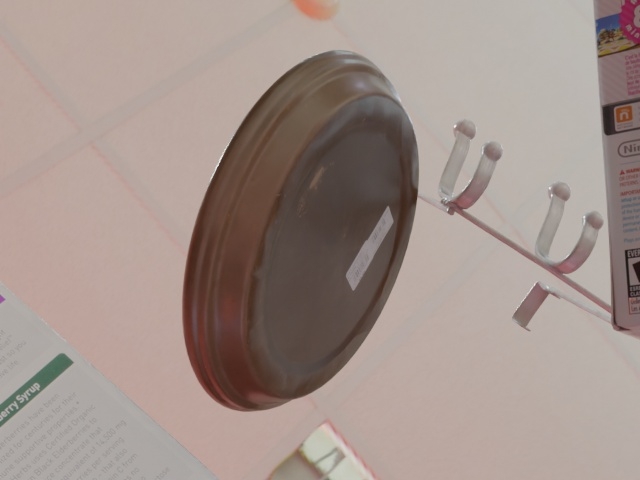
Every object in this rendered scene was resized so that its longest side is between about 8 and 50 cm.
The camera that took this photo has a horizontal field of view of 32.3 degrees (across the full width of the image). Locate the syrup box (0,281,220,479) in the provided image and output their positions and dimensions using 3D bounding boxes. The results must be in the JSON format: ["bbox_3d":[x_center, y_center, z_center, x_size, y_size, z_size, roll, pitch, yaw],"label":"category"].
[{"bbox_3d":[-0.118,0.137,0.542,0.237,0.093,0.096,42,-130,6],"label":"syrup box"}]

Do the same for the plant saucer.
[{"bbox_3d":[0.000,0.000,0.814,0.041,0.277,0.278,19,-130,27],"label":"plant saucer"}]

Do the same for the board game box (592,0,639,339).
[{"bbox_3d":[0.261,-0.106,0.572,0.097,0.224,0.303,20,-114,-55],"label":"board game box"}]

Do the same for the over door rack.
[{"bbox_3d":[0.191,-0.007,1.074,0.240,0.324,0.108,33,-99,-10],"label":"over door rack"}]
